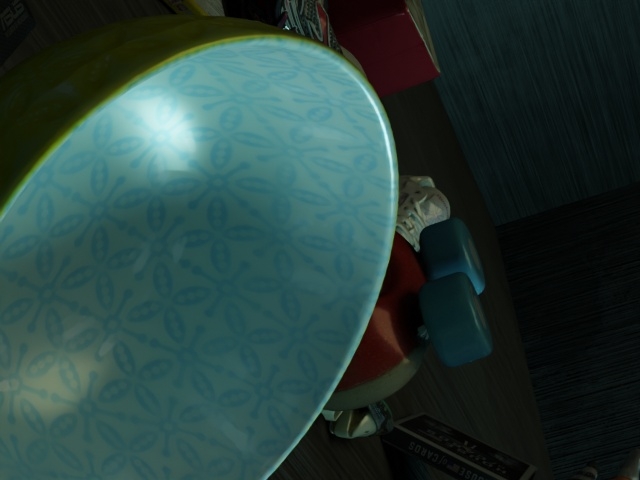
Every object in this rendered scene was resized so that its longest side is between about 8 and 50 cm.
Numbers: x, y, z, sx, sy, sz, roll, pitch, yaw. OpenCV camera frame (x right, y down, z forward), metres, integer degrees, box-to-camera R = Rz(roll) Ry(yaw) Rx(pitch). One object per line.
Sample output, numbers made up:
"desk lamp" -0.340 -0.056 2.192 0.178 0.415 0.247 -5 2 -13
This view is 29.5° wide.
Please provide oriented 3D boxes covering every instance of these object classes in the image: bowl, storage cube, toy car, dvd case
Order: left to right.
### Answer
"bowl" -0.110 0.008 0.607 0.156 0.289 0.289 31 -13 33
"toy car" 0.000 0.000 1.013 0.210 0.219 0.238 -81 149 -64
"storage cube" 0.029 -0.297 1.593 0.183 0.193 0.215 47 27 -62
"dvd case" 0.186 0.278 1.576 0.030 0.179 0.238 -65 165 2

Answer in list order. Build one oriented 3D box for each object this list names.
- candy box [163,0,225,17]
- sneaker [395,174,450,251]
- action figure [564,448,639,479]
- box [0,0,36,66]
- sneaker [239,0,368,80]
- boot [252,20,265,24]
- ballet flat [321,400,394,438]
"candy box" -0.146 -0.276 1.202 0.206 0.027 0.105 36 40 -68
"sneaker" 0.086 -0.022 1.555 0.305 0.152 0.114 -72 145 -66
"action figure" 0.271 0.408 1.546 0.178 0.330 0.341 56 -41 32
"box" -0.232 -0.140 0.586 0.233 0.059 0.183 -82 150 -62
"sneaker" -0.035 -0.224 1.421 0.112 0.121 0.299 7 58 -67
"boot" -0.065 -0.172 1.341 0.084 0.059 0.158 2 71 -71
"ballet flat" 0.023 0.169 1.266 0.070 0.070 0.188 -95 160 -44
